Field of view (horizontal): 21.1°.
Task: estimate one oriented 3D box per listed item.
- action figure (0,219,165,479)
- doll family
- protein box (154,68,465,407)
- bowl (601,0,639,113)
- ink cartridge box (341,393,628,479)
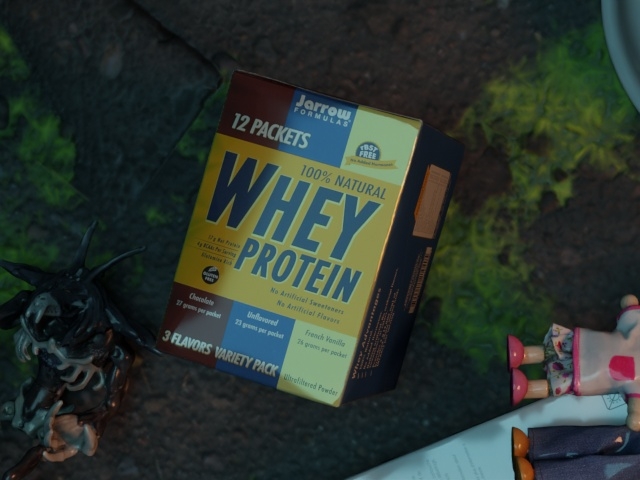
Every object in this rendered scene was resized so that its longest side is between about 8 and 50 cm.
[{"bbox_3d":[-0.225,0.118,1.306,0.164,0.141,0.276,26,98,14],"label":"action figure"},{"bbox_3d":[0.212,0.168,1.144,0.163,0.118,0.263,-3,49,3],"label":"doll family"},{"bbox_3d":[0.000,0.000,1.223,0.136,0.201,0.200,17,92,13],"label":"protein box"},{"bbox_3d":[0.340,-0.181,1.185,0.298,0.134,0.298,-1,88,13],"label":"bowl"},{"bbox_3d":[0.131,0.216,1.258,0.332,0.065,0.165,-23,84,10],"label":"ink cartridge box"}]
